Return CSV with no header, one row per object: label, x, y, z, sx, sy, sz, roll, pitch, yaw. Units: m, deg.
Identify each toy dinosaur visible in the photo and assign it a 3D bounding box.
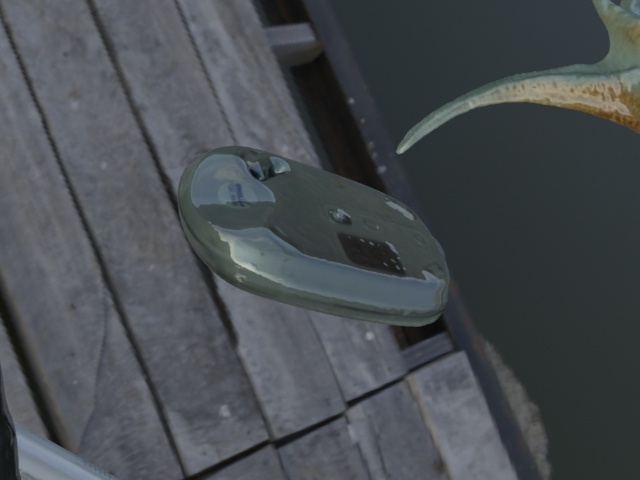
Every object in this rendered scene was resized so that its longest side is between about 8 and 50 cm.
toy dinosaur,0.249,-0.136,0.787,0.393,0.092,0.205,-14,58,-11

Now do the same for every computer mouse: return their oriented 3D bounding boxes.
computer mouse,-0.003,0.004,1.050,0.331,0.095,0.197,16,40,-36

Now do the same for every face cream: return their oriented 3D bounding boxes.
face cream,-0.293,0.365,1.351,0.345,0.102,0.102,35,56,-16

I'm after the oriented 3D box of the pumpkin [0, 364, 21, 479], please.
pumpkin,-0.406,0.177,0.656,0.454,0.344,0.454,-7,90,-67
